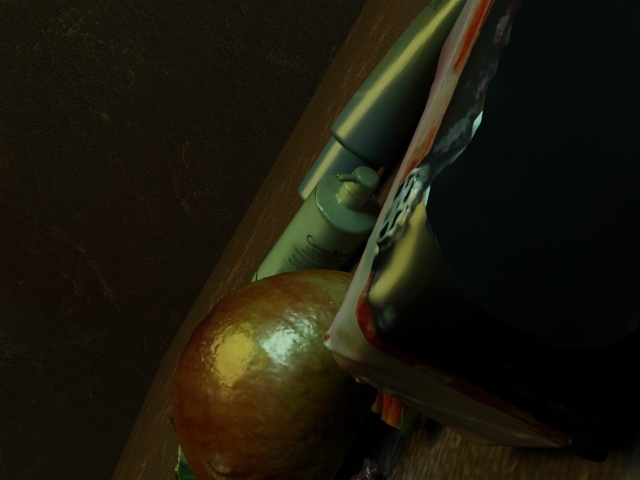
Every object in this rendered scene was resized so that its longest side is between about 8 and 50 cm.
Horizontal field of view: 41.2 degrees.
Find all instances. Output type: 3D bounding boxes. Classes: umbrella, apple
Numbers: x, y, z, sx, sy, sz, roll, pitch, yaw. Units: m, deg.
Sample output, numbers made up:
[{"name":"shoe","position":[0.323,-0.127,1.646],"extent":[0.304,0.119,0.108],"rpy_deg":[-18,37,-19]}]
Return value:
[{"name":"umbrella","position":[0.001,0.203,0.628],"extent":[0.027,0.025,0.165],"rpy_deg":[-30,-17,-46]},{"name":"apple","position":[-0.023,0.107,0.636],"extent":[0.195,0.160,0.173],"rpy_deg":[-59,17,-15]}]

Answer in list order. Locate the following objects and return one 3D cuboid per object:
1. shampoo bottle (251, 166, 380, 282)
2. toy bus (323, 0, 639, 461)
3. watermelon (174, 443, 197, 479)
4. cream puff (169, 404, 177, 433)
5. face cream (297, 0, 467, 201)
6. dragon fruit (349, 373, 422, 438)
[{"name":"shampoo bottle","position":[0.000,0.000,1.013],"extent":[0.262,0.085,0.085],"rpy_deg":[-53,13,47]},{"name":"toy bus","position":[0.110,-0.052,0.421],"extent":[0.303,0.127,0.147],"rpy_deg":[-67,7,-23]},{"name":"watermelon","position":[-0.123,0.259,0.980],"extent":[0.062,0.106,0.105],"rpy_deg":[-14,26,13]},{"name":"cream puff","position":[-0.130,0.207,1.091],"extent":[0.126,0.103,0.144],"rpy_deg":[-62,8,-27]},{"name":"face cream","position":[0.103,-0.194,1.021],"extent":[0.385,0.086,0.135],"rpy_deg":[-55,11,16]},{"name":"dragon fruit","position":[0.058,0.064,0.539],"extent":[0.081,0.086,0.116],"rpy_deg":[19,89,42]}]
